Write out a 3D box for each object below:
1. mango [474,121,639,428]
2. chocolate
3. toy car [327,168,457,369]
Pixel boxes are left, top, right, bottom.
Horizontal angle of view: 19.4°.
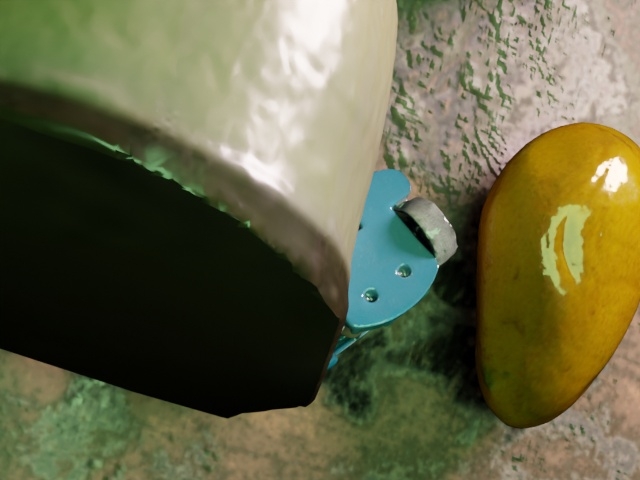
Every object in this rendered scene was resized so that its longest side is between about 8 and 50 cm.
[{"bbox_3d":[0.167,0.023,1.334,0.147,0.109,0.227,29,78,-46],"label":"mango"},{"bbox_3d":[-0.102,-0.093,1.119,0.314,0.326,0.297,19,60,3],"label":"chocolate"},{"bbox_3d":[0.000,0.000,1.280,0.126,0.098,0.161,-37,77,-23],"label":"toy car"}]
